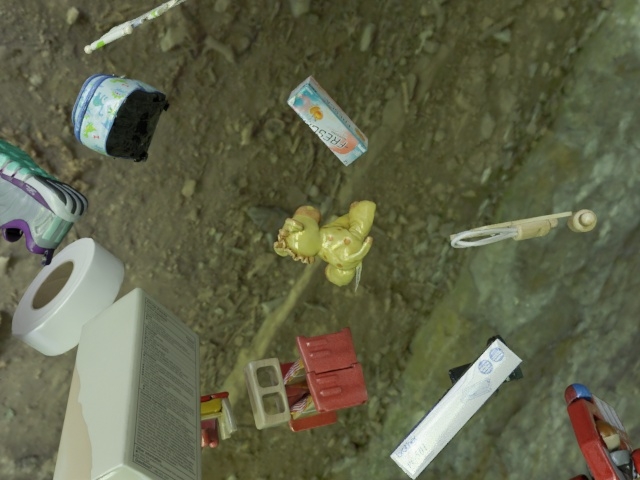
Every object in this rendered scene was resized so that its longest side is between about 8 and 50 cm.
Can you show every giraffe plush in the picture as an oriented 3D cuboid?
[{"bbox_3d":[0.000,0.000,1.273,0.210,0.171,0.181,-82,-169,-60],"label":"giraffe plush"}]

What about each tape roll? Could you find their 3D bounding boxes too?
[{"bbox_3d":[-0.611,0.134,1.572,0.100,0.286,0.286,45,73,-34],"label":"tape roll"}]

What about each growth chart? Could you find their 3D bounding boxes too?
[{"bbox_3d":[-0.325,-0.432,1.243,0.237,0.172,0.021,-46,121,-35],"label":"growth chart"}]

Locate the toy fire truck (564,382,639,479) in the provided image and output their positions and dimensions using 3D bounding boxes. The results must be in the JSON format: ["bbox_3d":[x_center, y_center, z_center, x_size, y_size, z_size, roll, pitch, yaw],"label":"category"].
[{"bbox_3d":[0.558,0.408,1.250,0.169,0.254,0.302,-37,138,22],"label":"toy fire truck"}]

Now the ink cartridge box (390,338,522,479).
[{"bbox_3d":[0.182,0.224,0.876,0.207,0.046,0.097,-48,164,-1],"label":"ink cartridge box"}]

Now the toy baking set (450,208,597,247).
[{"bbox_3d":[0.278,-0.012,0.894,0.256,0.197,0.030,3,76,-79],"label":"toy baking set"}]

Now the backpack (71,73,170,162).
[{"bbox_3d":[-0.259,-0.157,0.816,0.105,0.084,0.114,-64,175,11],"label":"backpack"}]

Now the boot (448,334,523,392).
[{"bbox_3d":[0.244,0.193,0.988,0.121,0.099,0.045,-96,165,-73],"label":"boot"}]

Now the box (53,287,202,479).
[{"bbox_3d":[-0.252,0.229,0.886,0.121,0.311,0.148,-33,124,13],"label":"box"}]

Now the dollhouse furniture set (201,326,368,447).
[{"bbox_3d":[-0.116,0.297,1.263,0.374,0.152,0.201,-6,156,-24],"label":"dollhouse furniture set"}]

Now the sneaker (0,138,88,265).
[{"bbox_3d":[-0.390,-0.059,0.798,0.098,0.224,0.083,-60,154,4],"label":"sneaker"}]

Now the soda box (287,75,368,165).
[{"bbox_3d":[0.017,-0.240,1.310,0.058,0.183,0.063,-36,-159,25],"label":"soda box"}]
